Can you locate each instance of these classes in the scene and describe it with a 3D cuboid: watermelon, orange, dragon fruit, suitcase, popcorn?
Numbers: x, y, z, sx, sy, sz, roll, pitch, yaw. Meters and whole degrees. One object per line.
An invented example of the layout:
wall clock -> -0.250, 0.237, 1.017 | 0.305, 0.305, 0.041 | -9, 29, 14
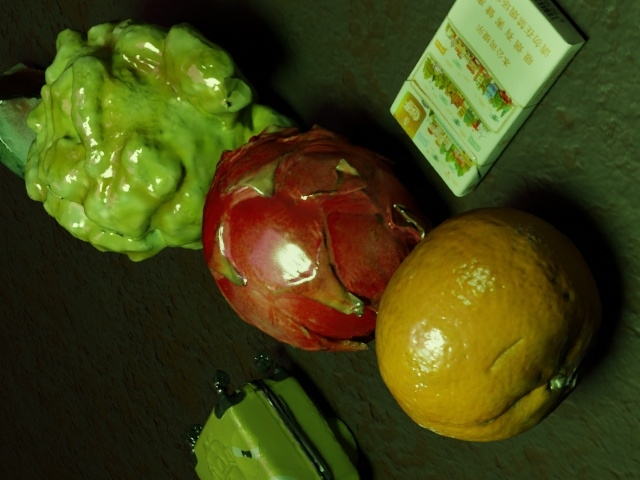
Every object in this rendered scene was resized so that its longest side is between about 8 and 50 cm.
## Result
watermelon -> -0.411, -0.167, 1.736 | 0.260, 0.176, 0.256 | 14, 159, 48
orange -> 0.152, 0.080, 1.046 | 0.170, 0.224, 0.224 | 33, 134, 32
dragon fruit -> -0.006, -0.003, 1.209 | 0.252, 0.241, 0.241 | 57, 146, -8
suitcase -> -0.055, 0.285, 1.505 | 0.235, 0.143, 0.194 | 53, 142, 21
popcorn -> -0.207, -0.119, 1.359 | 0.274, 0.279, 0.335 | 38, -179, -32

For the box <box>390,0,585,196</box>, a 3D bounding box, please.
box -> 0.147, -0.152, 1.081 | 0.122, 0.032, 0.220 | 54, 144, 18
